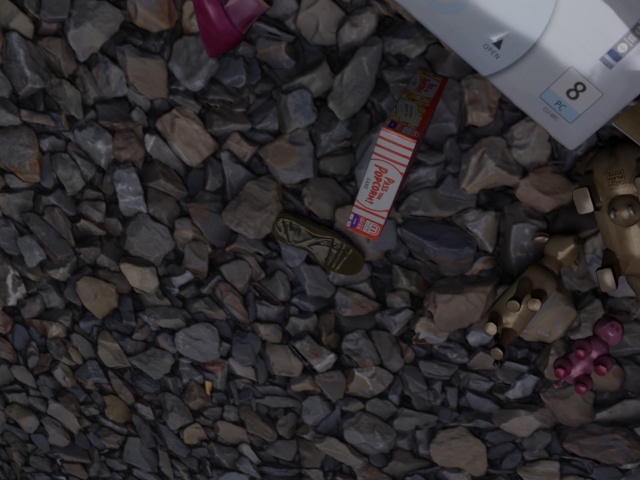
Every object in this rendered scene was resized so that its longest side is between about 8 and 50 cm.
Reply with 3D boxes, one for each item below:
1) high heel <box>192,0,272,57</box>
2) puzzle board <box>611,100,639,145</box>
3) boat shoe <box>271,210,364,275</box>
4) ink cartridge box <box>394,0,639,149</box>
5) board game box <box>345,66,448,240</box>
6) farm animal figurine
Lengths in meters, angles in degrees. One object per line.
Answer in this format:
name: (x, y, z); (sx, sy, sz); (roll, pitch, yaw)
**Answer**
high heel: (-0.180, -0.351, 0.949); (0.117, 0.082, 0.244); (-35, 117, 25)
puzzle board: (0.405, -0.137, 0.820); (0.128, 0.096, 0.011); (-34, 144, -3)
boat shoe: (-0.001, 0.001, 1.140); (0.152, 0.048, 0.056); (25, 116, -3)
ink cartridge box: (0.292, -0.325, 0.773); (0.308, 0.091, 0.385); (39, 128, -6)
board game box: (0.096, -0.111, 0.926); (0.045, 0.193, 0.147); (23, 128, 6)
farm animal figurine: (0.375, 0.023, 0.934); (0.330, 0.172, 0.327); (5, 111, 25)
